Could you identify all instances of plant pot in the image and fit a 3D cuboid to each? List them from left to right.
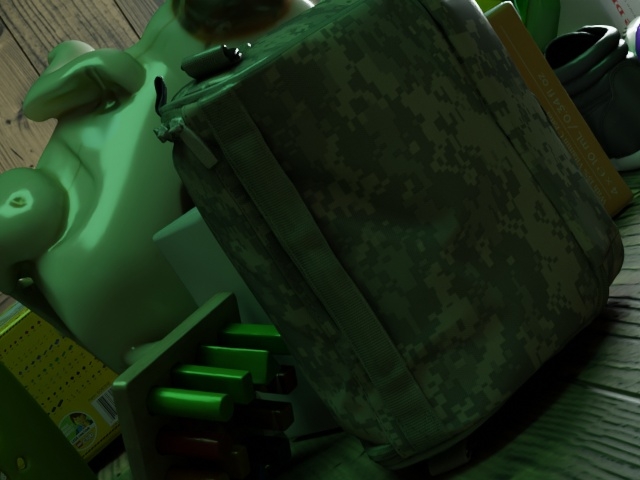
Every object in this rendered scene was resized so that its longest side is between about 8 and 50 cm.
[{"bbox_3d":[-0.397,0.266,1.536,0.227,0.228,0.207,-28,14,40],"label":"plant pot"}]

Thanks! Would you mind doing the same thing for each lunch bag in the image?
[{"bbox_3d":[0.040,-0.020,1.027,0.212,0.305,0.256,-29,6,25],"label":"lunch bag"}]

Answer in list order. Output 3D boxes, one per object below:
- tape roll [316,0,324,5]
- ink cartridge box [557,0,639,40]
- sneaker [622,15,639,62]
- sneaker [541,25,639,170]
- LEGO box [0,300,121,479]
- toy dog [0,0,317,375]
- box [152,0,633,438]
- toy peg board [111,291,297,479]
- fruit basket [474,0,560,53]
[{"bbox_3d":[0.086,-0.177,1.993,0.321,0.321,0.077,-36,7,-19],"label":"tape roll"},{"bbox_3d":[0.367,-0.284,1.898,0.117,0.207,0.283,-26,9,37],"label":"ink cartridge box"},{"bbox_3d":[0.446,-0.248,1.687,0.146,0.102,0.293,-28,8,41],"label":"sneaker"},{"bbox_3d":[0.266,-0.140,1.568,0.104,0.147,0.296,-37,5,-16],"label":"sneaker"},{"bbox_3d":[-0.330,0.155,1.973,0.500,0.193,0.372,-41,8,-20],"label":"LEGO box"},{"bbox_3d":[-0.146,-0.085,1.469,0.408,0.284,0.395,-55,33,-9],"label":"toy dog"},{"bbox_3d":[0.068,-0.020,1.313,0.345,0.215,0.168,-38,7,-31],"label":"box"},{"bbox_3d":[-0.070,0.146,1.169,0.079,0.161,0.161,2,24,29],"label":"toy peg board"},{"bbox_3d":[0.122,-0.201,1.663,0.283,0.392,0.392,13,35,33],"label":"fruit basket"}]
